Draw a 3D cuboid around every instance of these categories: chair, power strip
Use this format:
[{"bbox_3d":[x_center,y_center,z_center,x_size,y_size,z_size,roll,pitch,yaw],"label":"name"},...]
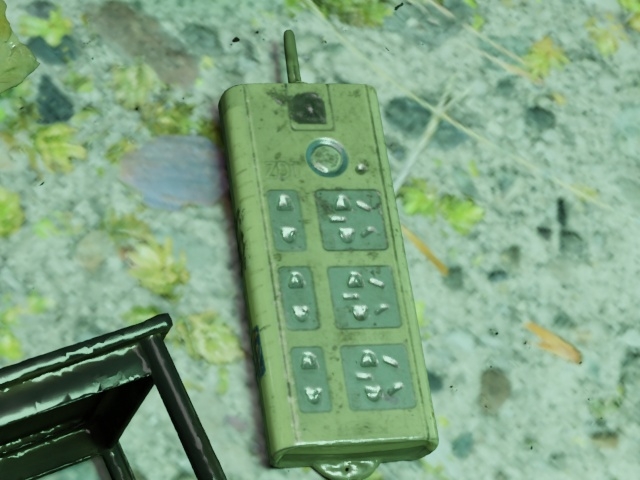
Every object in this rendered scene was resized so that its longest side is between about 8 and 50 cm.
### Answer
[{"bbox_3d":[-0.144,0.093,0.868,0.141,0.154,0.260,-18,73,-25],"label":"chair"},{"bbox_3d":[0.000,0.000,1.022,0.092,0.034,0.268,-1,65,-17],"label":"power strip"}]

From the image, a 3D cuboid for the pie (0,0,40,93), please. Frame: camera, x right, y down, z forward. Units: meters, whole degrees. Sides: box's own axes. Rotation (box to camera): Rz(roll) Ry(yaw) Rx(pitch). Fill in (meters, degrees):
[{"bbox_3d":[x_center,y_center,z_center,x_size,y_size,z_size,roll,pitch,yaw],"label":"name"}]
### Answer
[{"bbox_3d":[-0.312,-0.168,0.986,0.338,0.075,0.337,7,63,-14],"label":"pie"}]
